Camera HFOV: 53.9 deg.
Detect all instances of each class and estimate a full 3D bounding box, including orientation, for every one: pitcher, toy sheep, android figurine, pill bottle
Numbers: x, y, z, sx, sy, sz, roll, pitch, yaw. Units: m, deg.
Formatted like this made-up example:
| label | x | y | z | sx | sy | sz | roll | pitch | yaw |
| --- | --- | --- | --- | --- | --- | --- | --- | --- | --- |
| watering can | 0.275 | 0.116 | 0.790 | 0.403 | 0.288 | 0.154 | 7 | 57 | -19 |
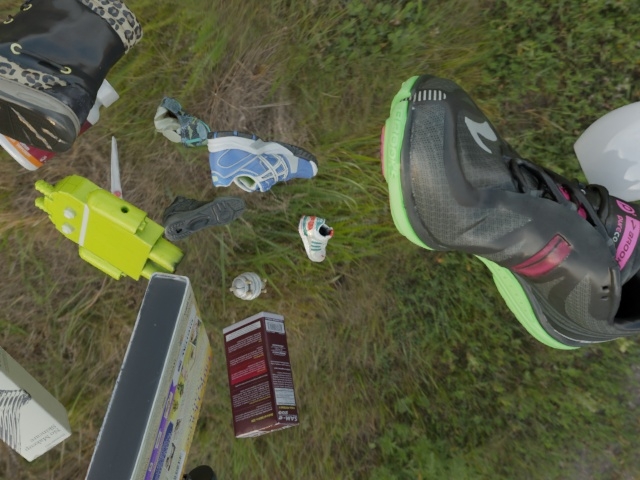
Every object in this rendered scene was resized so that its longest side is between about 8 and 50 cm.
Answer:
| label | x | y | z | sx | sy | sz | roll | pitch | yaw |
| --- | --- | --- | --- | --- | --- | --- | --- | --- | --- |
| pitcher | 0.448 | -0.113 | 0.804 | 0.207 | 0.178 | 0.125 | -24 | 127 | 27 |
| toy sheep | -0.213 | 0.134 | 1.851 | 0.132 | 0.091 | 0.091 | 2 | 106 | -50 |
| android figurine | -0.370 | -0.015 | 1.095 | 0.272 | 0.248 | 0.056 | 33 | 57 | -9 |
| pill bottle | -0.504 | -0.245 | 1.200 | 0.221 | 0.121 | 0.121 | -41 | 106 | -7 |

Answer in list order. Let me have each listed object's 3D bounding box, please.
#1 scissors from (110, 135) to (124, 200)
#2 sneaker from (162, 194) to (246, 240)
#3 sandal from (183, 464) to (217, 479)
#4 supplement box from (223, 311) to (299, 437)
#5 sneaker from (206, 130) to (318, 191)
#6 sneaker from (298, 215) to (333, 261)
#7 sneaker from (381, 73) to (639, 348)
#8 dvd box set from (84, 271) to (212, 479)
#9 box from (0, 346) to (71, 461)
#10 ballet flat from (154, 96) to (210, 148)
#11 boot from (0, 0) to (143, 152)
| label | x | y | z | sx | sy | sz | roll | pitch | yaw |
| --- | --- | --- | --- | --- | --- | --- | --- | --- | --- |
| scissors | -0.458 | -0.084 | 1.389 | 0.109 | 0.021 | 0.297 | -24 | 133 | -19 |
| sneaker | -0.321 | -0.086 | 1.698 | 0.227 | 0.130 | 0.087 | -22 | 130 | -11 |
| sandal | -0.267 | 0.492 | 1.182 | 0.097 | 0.254 | 0.054 | -30 | 95 | 14 |
| supplement box | -0.130 | 0.288 | 1.351 | 0.130 | 0.239 | 0.073 | -26 | 151 | 32 |
| sneaker | -0.089 | -0.113 | 0.973 | 0.211 | 0.080 | 0.081 | 4 | 90 | -44 |
| sneaker | 0.000 | 0.000 | 1.579 | 0.075 | 0.057 | 0.161 | 0 | 139 | 21 |
| sneaker | 0.249 | -0.029 | 0.699 | 0.482 | 0.202 | 0.185 | 33 | 62 | -34 |
| dvd box set | -0.252 | 0.267 | 1.011 | 0.062 | 0.420 | 0.308 | 11 | 66 | 1 |
| box | -0.654 | 0.342 | 1.329 | 0.113 | 0.094 | 0.275 | -34 | 132 | -11 |
| ballet flat | -0.274 | -0.220 | 1.172 | 0.070 | 0.188 | 0.070 | -18 | 123 | -31 |
| boot | -0.499 | -0.328 | 0.998 | 0.377 | 0.138 | 0.284 | 25 | 56 | -2 |
